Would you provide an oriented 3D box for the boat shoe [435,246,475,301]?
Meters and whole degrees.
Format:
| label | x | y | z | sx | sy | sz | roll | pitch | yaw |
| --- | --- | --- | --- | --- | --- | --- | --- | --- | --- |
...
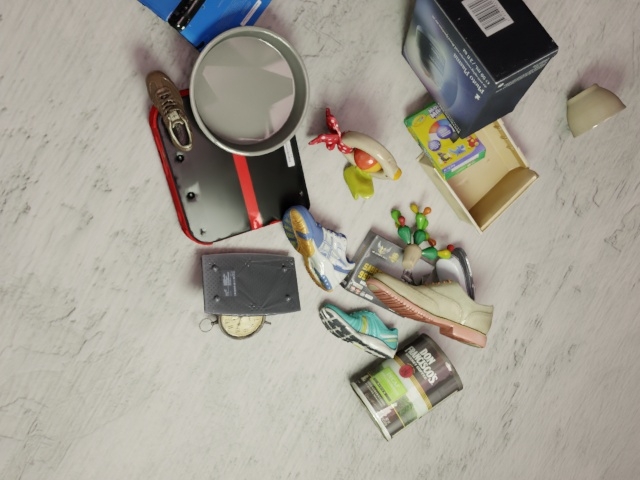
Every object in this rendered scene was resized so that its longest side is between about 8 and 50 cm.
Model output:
| label | x | y | z | sx | sy | sz | roll | pitch | yaw |
| --- | --- | --- | --- | --- | --- | --- | --- | --- | --- |
| boat shoe | 0.429 | 0.164 | 1.830 | 0.102 | 0.108 | 0.302 | -32 | 116 | -36 |

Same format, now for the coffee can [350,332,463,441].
| label | x | y | z | sx | sy | sz | roll | pitch | yaw |
| --- | --- | --- | --- | --- | --- | --- | --- | --- | --- |
| coffee can | 0.257 | 0.439 | 1.794 | 0.275 | 0.201 | 0.202 | -33 | 116 | -8 |

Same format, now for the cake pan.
| label | x | y | z | sx | sy | sz | roll | pitch | yaw |
| --- | --- | --- | --- | --- | --- | --- | --- | --- | --- |
| cake pan | -0.167 | -0.348 | 1.403 | 0.293 | 0.054 | 0.294 | -8 | 110 | -24 |

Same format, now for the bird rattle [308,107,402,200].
| label | x | y | z | sx | sy | sz | roll | pitch | yaw |
| --- | --- | --- | --- | --- | --- | --- | --- | --- | --- |
| bird rattle | 0.106 | -0.229 | 1.528 | 0.143 | 0.206 | 0.254 | -50 | 128 | -20 |

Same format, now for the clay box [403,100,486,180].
| label | x | y | z | sx | sy | sz | roll | pitch | yaw |
| --- | --- | --- | --- | --- | --- | --- | --- | --- | --- |
| clay box | 0.322 | -0.280 | 1.578 | 0.127 | 0.222 | 0.053 | -31 | 157 | 1 |

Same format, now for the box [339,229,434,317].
| label | x | y | z | sx | sy | sz | roll | pitch | yaw |
| --- | --- | --- | --- | --- | --- | --- | --- | --- | --- |
| box | 0.195 | 0.101 | 1.740 | 0.231 | 0.056 | 0.183 | 28 | 96 | -26 |

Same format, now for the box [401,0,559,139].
| label | x | y | z | sx | sy | sz | roll | pitch | yaw |
| --- | --- | --- | --- | --- | --- | --- | --- | --- | --- |
| box | 0.361 | -0.450 | 1.429 | 0.182 | 0.294 | 0.296 | -30 | 78 | -8 |

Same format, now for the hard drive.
| label | x | y | z | sx | sy | sz | roll | pitch | yaw |
| --- | --- | --- | --- | --- | --- | --- | --- | --- | --- |
| hard drive | -0.184 | 0.119 | 1.557 | 0.254 | 0.054 | 0.172 | 1 | 65 | -23 |

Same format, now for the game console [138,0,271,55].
| label | x | y | z | sx | sy | sz | roll | pitch | yaw |
| --- | --- | --- | --- | --- | --- | --- | --- | --- | --- |
| game console | -0.258 | -0.600 | 1.356 | 0.293 | 0.173 | 0.250 | -52 | 148 | 2 |

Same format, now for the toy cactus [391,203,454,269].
| label | x | y | z | sx | sy | sz | roll | pitch | yaw |
| --- | --- | --- | --- | --- | --- | --- | --- | --- | --- |
| toy cactus | 0.284 | 0.005 | 1.692 | 0.219 | 0.112 | 0.181 | 43 | 53 | -19 |

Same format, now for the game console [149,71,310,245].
| label | x | y | z | sx | sy | sz | roll | pitch | yaw |
| --- | --- | --- | --- | --- | --- | --- | --- | --- | --- |
| game console | -0.217 | -0.200 | 1.493 | 0.341 | 0.060 | 0.387 | -20 | 114 | -19 |

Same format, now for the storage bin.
| label | x | y | z | sx | sy | sz | roll | pitch | yaw |
| --- | --- | --- | --- | --- | --- | --- | --- | --- | --- |
| storage bin | 0.454 | -0.210 | 1.699 | 0.260 | 0.123 | 0.262 | -43 | 116 | -2 |

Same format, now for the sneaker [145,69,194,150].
| label | x | y | z | sx | sy | sz | roll | pitch | yaw |
| --- | --- | --- | --- | --- | --- | --- | --- | --- | --- |
| sneaker | -0.328 | -0.290 | 1.339 | 0.066 | 0.071 | 0.189 | -29 | 116 | -14 |

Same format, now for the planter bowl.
| label | x | y | z | sx | sy | sz | roll | pitch | yaw |
| --- | --- | --- | --- | --- | --- | --- | --- | --- | --- |
| planter bowl | 0.797 | -0.393 | 1.764 | 0.162 | 0.162 | 0.109 | -30 | 89 | -9 |

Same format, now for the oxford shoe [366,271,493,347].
| label | x | y | z | sx | sy | sz | roll | pitch | yaw |
| --- | --- | --- | --- | --- | --- | --- | --- | --- | --- |
| oxford shoe | 0.315 | 0.167 | 1.704 | 0.396 | 0.140 | 0.147 | 27 | 78 | -15 |

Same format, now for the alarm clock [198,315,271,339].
| label | x | y | z | sx | sy | sz | roll | pitch | yaw |
| --- | --- | --- | --- | --- | --- | --- | --- | --- | --- |
| alarm clock | -0.234 | 0.204 | 1.607 | 0.191 | 0.064 | 0.130 | -16 | 112 | -18 |

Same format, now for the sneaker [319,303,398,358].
| label | x | y | z | sx | sy | sz | roll | pitch | yaw |
| --- | --- | --- | --- | --- | --- | --- | --- | --- | --- |
| sneaker | 0.115 | 0.251 | 1.752 | 0.275 | 0.107 | 0.110 | 31 | 66 | -23 |

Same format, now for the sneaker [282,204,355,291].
| label | x | y | z | sx | sy | sz | roll | pitch | yaw |
| --- | --- | --- | --- | --- | --- | --- | --- | --- | --- |
| sneaker | 0.000 | 0.000 | 1.607 | 0.131 | 0.111 | 0.297 | -40 | 133 | -17 |
